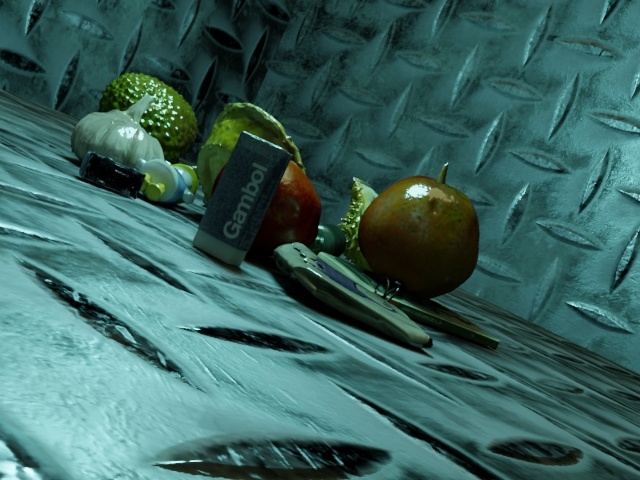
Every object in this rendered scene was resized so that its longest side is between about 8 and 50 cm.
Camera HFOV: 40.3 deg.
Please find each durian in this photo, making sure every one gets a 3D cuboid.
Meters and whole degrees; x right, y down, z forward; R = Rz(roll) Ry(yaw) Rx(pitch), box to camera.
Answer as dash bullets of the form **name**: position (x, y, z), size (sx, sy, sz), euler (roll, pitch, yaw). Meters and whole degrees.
- **durian**: position (0.126, 0.008, 2.334), size (0.196, 0.185, 0.305), euler (-91, 162, -48)

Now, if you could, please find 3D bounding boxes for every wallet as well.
- **wallet**: position (0.050, 0.086, 1.526), size (0.274, 0.068, 0.335), euler (25, 5, -18)

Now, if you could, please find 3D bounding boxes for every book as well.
- **book**: position (0.187, 0.132, 1.927), size (0.370, 0.043, 0.260), euler (22, 5, -25)

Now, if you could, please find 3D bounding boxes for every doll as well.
- **doll**: position (-0.336, -0.128, 1.934), size (0.135, 0.099, 0.241), euler (2, -1, 8)

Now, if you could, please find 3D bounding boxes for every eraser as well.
- **eraser**: position (-0.133, -0.070, 1.474), size (0.091, 0.213, 0.046), euler (27, 3, 28)

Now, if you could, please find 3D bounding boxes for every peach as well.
- **peach**: position (-0.102, -0.064, 1.705), size (0.243, 0.199, 0.243), euler (39, -2, 1)

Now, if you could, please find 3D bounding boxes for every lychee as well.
- **lychee**: position (-0.455, -0.296, 2.332), size (0.269, 0.270, 0.320), euler (26, -36, 29)

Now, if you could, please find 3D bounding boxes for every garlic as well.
- **garlic**: position (-0.450, -0.246, 2.013), size (0.218, 0.212, 0.218), euler (24, -2, 1)

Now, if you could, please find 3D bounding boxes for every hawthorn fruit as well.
- **hawthorn fruit**: position (0.232, -0.030, 1.923), size (0.276, 0.298, 0.277), euler (23, 3, -1)

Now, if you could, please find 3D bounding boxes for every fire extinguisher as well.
- **fire extinguisher**: position (0.000, 0.000, 2.110), size (0.095, 0.115, 0.311), euler (-2, 2, 8)

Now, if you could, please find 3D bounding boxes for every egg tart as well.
- **egg tart**: position (-0.170, -0.137, 1.923), size (0.132, 0.346, 0.345), euler (-22, 34, -36)

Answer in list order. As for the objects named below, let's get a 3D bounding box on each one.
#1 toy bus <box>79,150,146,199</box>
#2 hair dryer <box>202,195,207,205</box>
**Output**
- **toy bus**: position (-0.423, -0.134, 1.749), size (0.123, 0.060, 0.075), euler (24, -1, -35)
- **hair dryer**: position (-0.257, -0.085, 2.311), size (0.114, 0.037, 0.063), euler (31, 0, -18)
